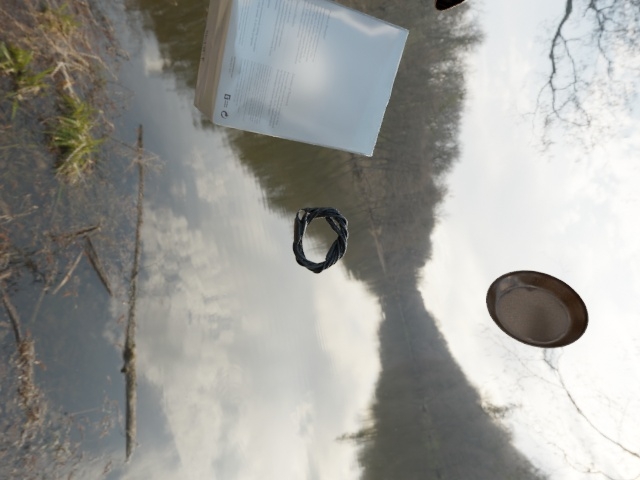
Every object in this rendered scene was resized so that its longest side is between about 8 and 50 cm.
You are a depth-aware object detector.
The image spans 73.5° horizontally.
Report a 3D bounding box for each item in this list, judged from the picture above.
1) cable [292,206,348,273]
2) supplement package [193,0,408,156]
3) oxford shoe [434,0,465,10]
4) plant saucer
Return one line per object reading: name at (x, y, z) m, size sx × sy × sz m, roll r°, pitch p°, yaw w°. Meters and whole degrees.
cable at (0.000, 0.000, 1.172) m, size 0.047 × 0.151 × 0.184 m, roll -145°, pitch -125°, yaw -77°
supplement package at (-0.044, -0.273, 0.690) m, size 0.198 × 0.263 × 0.199 m, roll 46°, pitch -55°, yaw 57°
oxford shoe at (0.284, -0.469, 0.748) m, size 0.076 × 0.076 × 0.212 m, roll 38°, pitch -20°, yaw -18°
plant saucer at (0.453, 0.149, 0.911) m, size 0.036 × 0.199 × 0.198 m, roll 81°, pitch 2°, yaw -47°
